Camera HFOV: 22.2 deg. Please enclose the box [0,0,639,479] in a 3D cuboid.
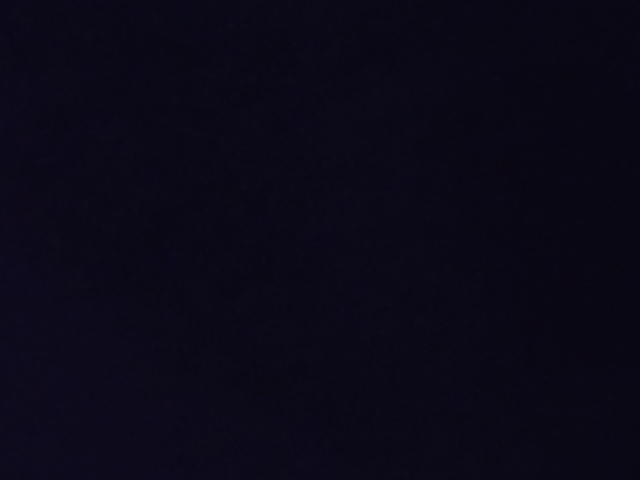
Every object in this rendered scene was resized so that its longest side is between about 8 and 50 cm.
[{"bbox_3d":[-0.012,-0.118,0.534,0.480,0.297,0.471,-43,27,12],"label":"box"}]
